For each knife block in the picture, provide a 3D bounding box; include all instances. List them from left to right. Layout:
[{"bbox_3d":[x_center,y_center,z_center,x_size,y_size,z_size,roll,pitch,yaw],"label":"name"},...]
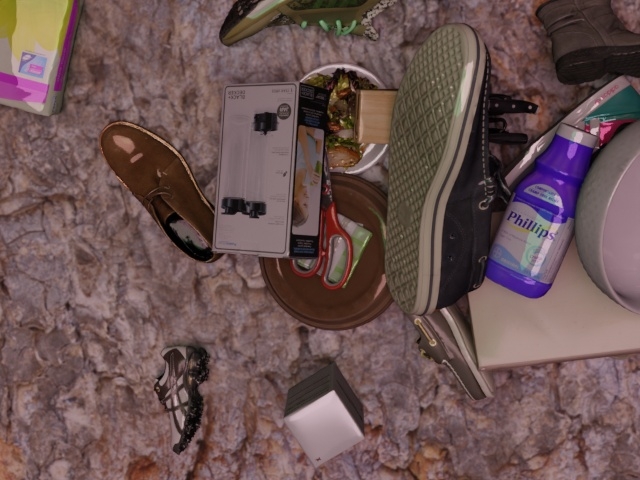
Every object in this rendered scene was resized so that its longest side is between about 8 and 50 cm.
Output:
[{"bbox_3d":[0.216,-0.202,1.816,0.242,0.276,0.088,7,100,30],"label":"knife block"}]

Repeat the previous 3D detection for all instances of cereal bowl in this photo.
[{"bbox_3d":[0.537,-0.057,1.755,0.339,0.141,0.339,-11,117,-23],"label":"cereal bowl"}]

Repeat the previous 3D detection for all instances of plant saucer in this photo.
[{"bbox_3d":[0.017,0.019,1.909,0.278,0.041,0.277,0,91,18],"label":"plant saucer"}]

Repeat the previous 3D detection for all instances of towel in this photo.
[{"bbox_3d":[0.000,0.000,1.881,0.152,0.023,0.113,28,101,15],"label":"towel"}]

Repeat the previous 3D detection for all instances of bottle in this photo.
[{"bbox_3d":[0.367,-0.050,1.797,0.118,0.092,0.282,27,104,22],"label":"bottle"}]

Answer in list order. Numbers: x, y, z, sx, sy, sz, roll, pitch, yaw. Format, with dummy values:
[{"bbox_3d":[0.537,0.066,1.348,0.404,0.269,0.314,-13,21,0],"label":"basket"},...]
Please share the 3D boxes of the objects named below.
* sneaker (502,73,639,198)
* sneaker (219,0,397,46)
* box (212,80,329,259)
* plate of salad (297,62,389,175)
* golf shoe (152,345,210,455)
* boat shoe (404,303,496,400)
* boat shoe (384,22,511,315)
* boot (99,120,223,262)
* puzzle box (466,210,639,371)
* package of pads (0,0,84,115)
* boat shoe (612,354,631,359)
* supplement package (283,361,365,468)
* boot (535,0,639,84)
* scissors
[{"bbox_3d":[0.452,-0.125,1.877,0.295,0.124,0.178,-39,83,6],"label":"sneaker"},{"bbox_3d":[0.028,-0.395,1.843,0.410,0.158,0.182,-24,116,10],"label":"sneaker"},{"bbox_3d":[-0.085,-0.115,1.848,0.169,0.087,0.290,2,89,35],"label":"box"},{"bbox_3d":[0.033,-0.208,1.910,0.200,0.048,0.199,0,99,2],"label":"plate of salad"},{"bbox_3d":[-0.259,0.285,1.991,0.094,0.077,0.198,10,93,11],"label":"golf shoe"},{"bbox_3d":[0.205,0.154,1.936,0.091,0.109,0.305,-30,92,17],"label":"boat shoe"},{"bbox_3d":[0.207,-0.106,1.719,0.156,0.187,0.500,-10,125,-20],"label":"boat shoe"},{"bbox_3d":[-0.272,-0.085,1.904,0.112,0.115,0.305,-41,94,12],"label":"boot"},{"bbox_3d":[0.452,0.069,1.885,0.409,0.052,0.272,-6,71,3],"label":"puzzle box"},{"bbox_3d":[-0.568,-0.359,1.871,0.297,0.101,0.229,14,100,-2],"label":"package of pads"},{"bbox_3d":[0.453,0.126,1.952,0.233,0.084,0.079,27,63,4],"label":"boat shoe"},{"bbox_3d":[0.008,0.302,1.926,0.105,0.179,0.105,-31,98,6],"label":"supplement package"},{"bbox_3d":[0.493,-0.354,1.836,0.247,0.083,0.161,-6,63,-2],"label":"boot"},{"bbox_3d":[0.018,-0.067,1.858,0.109,0.021,0.297,11,93,17],"label":"scissors"}]
